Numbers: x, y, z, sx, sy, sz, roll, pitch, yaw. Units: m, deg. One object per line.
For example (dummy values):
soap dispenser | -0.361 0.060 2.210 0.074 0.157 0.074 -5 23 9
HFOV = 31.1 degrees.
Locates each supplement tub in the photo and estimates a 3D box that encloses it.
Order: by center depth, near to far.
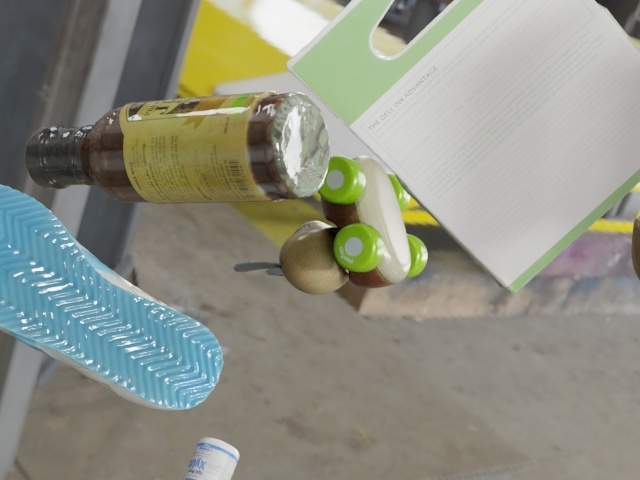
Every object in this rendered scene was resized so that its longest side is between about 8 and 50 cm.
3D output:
supplement tub | -0.175 0.367 1.780 0.071 0.071 0.107 20 62 2

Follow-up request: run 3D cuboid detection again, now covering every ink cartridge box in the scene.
ink cartridge box | 0.111 -0.097 0.742 0.235 0.171 0.056 43 11 -25

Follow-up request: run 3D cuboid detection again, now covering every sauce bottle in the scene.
sauce bottle | -0.161 -0.092 1.192 0.344 0.111 0.111 0 9 29

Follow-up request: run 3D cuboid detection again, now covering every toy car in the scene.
toy car | 0.000 0.000 1.301 0.155 0.188 0.149 11 61 -63

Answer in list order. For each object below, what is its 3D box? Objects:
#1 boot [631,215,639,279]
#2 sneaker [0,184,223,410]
boot | 0.543 0.025 1.545 0.207 0.090 0.248 -1 17 -3
sneaker | -0.178 0.047 0.804 0.228 0.087 0.092 37 -19 -4
